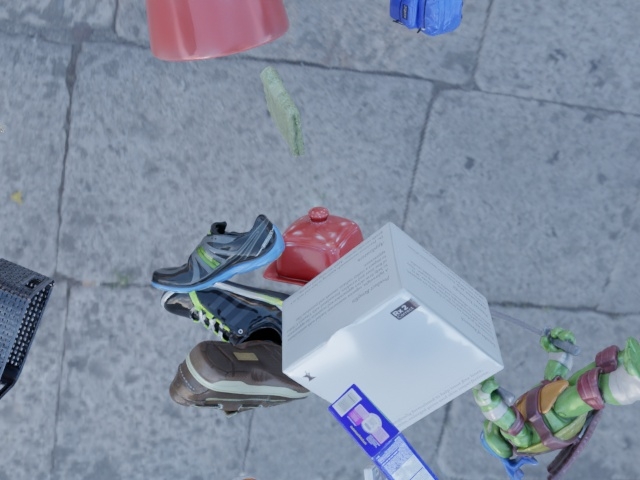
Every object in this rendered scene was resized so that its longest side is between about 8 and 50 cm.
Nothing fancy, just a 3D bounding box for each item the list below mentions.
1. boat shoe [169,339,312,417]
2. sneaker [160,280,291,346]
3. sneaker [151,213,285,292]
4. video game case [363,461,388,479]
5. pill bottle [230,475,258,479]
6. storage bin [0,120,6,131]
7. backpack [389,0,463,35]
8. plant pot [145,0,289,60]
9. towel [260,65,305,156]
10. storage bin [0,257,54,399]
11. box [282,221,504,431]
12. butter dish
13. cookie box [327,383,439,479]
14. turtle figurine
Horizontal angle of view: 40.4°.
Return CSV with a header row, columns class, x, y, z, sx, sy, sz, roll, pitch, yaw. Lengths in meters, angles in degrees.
class,x,y,z,sx,sy,sz,roll,pitch,yaw
boat shoe,-0.110,0.196,1.207,0.095,0.095,0.257,-48,144,16
sneaker,-0.138,0.122,1.357,0.235,0.097,0.084,7,144,1
sneaker,-0.142,0.017,1.168,0.188,0.067,0.078,-22,97,10
video game case,0.150,0.607,2.037,0.023,0.183,0.201,-7,91,21
pill bottle,-0.094,0.519,1.506,0.121,0.221,0.121,-22,128,-31
storage bin,-0.604,-0.185,1.208,0.262,0.260,0.123,28,84,-11
backpack,0.184,-0.406,1.514,0.101,0.120,0.098,-26,134,-23
plant pot,-0.207,-0.487,1.594,0.275,0.275,0.243,-14,117,-8
towel,-0.061,-0.205,1.411,0.027,0.110,0.148,-26,159,-9
storage bin,-0.457,0.128,1.226,0.084,0.122,0.180,22,100,-4
box,0.079,0.107,1.003,0.181,0.119,0.182,-37,122,26
butter dish,0.000,0.000,1.437,0.160,0.160,0.118,10,123,25
cookie box,0.066,0.208,0.872,0.040,0.092,0.107,-41,127,-7
turtle figurine,0.280,0.151,1.089,0.198,0.274,0.266,21,141,-41
